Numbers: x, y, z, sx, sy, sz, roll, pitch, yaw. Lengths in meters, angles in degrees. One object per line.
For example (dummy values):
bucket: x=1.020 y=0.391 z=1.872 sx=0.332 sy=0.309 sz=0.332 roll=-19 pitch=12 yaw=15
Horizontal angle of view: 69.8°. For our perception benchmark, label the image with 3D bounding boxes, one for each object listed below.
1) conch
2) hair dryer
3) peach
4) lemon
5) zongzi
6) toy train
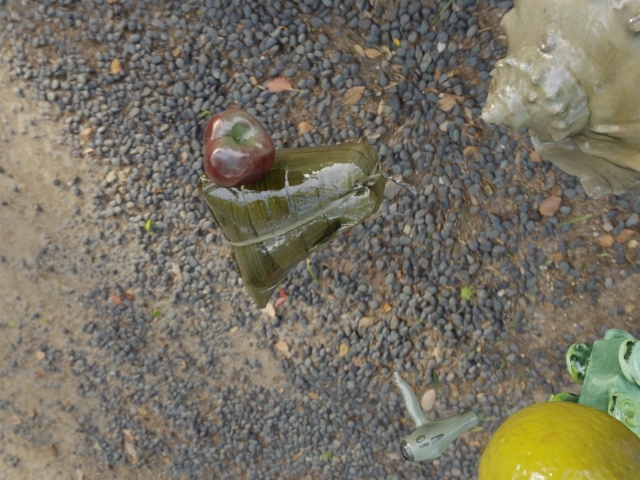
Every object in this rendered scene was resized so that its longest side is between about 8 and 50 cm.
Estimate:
conch: x=0.320 y=-0.153 z=0.428 sx=0.324 sy=0.186 sz=0.263 roll=-12 pitch=126 yaw=23
hair dryer: x=0.307 y=0.459 z=1.222 sx=0.218 sy=0.088 sz=0.225 roll=1 pitch=65 yaw=-11
peach: x=-0.176 y=-0.173 z=0.921 sx=0.152 sy=0.152 sz=0.152 roll=4 pitch=108 yaw=11
lemon: x=0.355 y=0.360 z=0.656 sx=0.267 sy=0.267 sz=0.267 roll=4 pitch=108 yaw=11
zongzi: x=0.005 y=-0.014 z=1.138 sx=0.499 sy=0.218 sz=0.467 roll=-3 pitch=130 yaw=18
toy train: x=0.569 y=0.307 z=0.870 sx=0.188 sy=0.272 sz=0.159 roll=39 pitch=151 yaw=-10
